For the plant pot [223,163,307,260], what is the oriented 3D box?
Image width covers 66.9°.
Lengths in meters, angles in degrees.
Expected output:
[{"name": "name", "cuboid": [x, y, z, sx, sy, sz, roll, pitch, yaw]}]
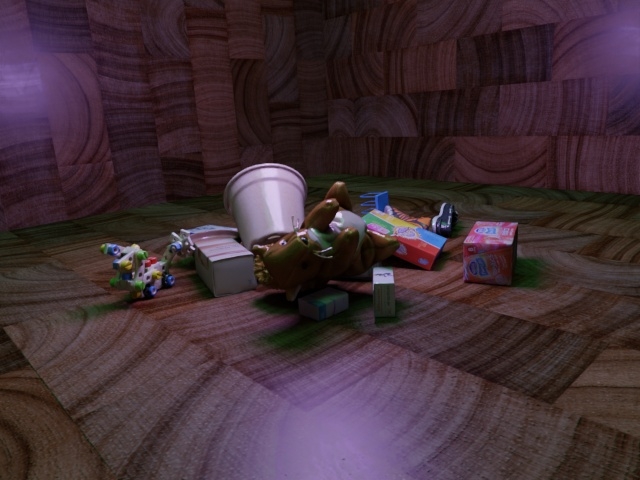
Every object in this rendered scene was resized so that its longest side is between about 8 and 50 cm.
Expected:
[{"name": "plant pot", "cuboid": [-0.183, -0.064, 1.824, 0.333, 0.334, 0.305, -7, 50, -12]}]

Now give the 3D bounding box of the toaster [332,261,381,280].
[{"name": "toaster", "cuboid": [0.125, 0.054, 1.695, 0.227, 0.146, 0.129, 2, 17, 19]}]

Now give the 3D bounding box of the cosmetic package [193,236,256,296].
[{"name": "cosmetic package", "cuboid": [-0.345, 0.084, 1.724, 0.153, 0.129, 0.296, -10, 16, -25]}]

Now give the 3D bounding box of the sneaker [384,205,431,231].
[{"name": "sneaker", "cuboid": [0.398, -0.071, 2.200, 0.180, 0.125, 0.321, -2, 25, -8]}]

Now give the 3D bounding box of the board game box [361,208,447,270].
[{"name": "board game box", "cuboid": [0.305, -0.011, 1.854, 0.316, 0.064, 0.242, 24, 23, 16]}]

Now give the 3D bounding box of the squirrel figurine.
[{"name": "squirrel figurine", "cuboid": [-0.037, 0.057, 1.446, 0.370, 0.281, 0.397, -31, -9, -47]}]

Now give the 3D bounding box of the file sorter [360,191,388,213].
[{"name": "file sorter", "cuboid": [0.266, -0.145, 2.374, 0.104, 0.170, 0.118, 2, 15, 34]}]

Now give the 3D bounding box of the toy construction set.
[{"name": "toy construction set", "cuboid": [-0.577, 0.076, 1.639, 0.151, 0.215, 0.327, 7, 18, 33]}]

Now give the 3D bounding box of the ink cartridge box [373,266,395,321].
[{"name": "ink cartridge box", "cuboid": [0.182, 0.152, 1.393, 0.061, 0.104, 0.181, -2, 16, 7]}]

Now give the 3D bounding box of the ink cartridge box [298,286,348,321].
[{"name": "ink cartridge box", "cuboid": [0.010, 0.184, 1.415, 0.122, 0.052, 0.088, -18, 21, -40]}]

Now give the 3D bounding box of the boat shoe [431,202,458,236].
[{"name": "boat shoe", "cuboid": [0.589, -0.092, 2.229, 0.091, 0.114, 0.302, 3, 28, 26]}]

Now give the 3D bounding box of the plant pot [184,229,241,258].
[{"name": "plant pot", "cuboid": [-0.435, 0.034, 1.972, 0.237, 0.110, 0.237, -2, 15, 1]}]

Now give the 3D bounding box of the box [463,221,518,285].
[{"name": "box", "cuboid": [0.589, 0.035, 1.666, 0.154, 0.142, 0.300, 3, 16, 26]}]

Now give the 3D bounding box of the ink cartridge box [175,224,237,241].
[{"name": "ink cartridge box", "cuboid": [-0.557, -0.026, 2.349, 0.223, 0.045, 0.224, 8, 19, 37]}]
